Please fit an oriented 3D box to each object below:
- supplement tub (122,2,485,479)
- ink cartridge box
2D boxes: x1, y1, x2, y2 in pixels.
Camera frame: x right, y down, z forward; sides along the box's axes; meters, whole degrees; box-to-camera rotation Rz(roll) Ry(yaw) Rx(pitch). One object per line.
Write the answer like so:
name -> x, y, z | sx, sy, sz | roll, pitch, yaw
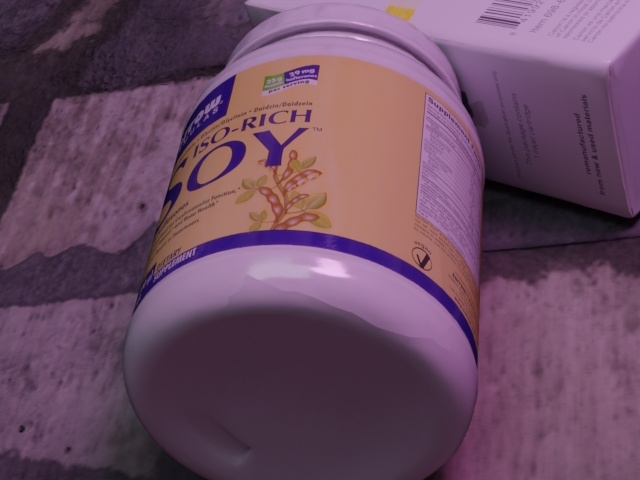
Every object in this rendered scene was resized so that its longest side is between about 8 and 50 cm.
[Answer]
supplement tub -> 0.000, 0.000, 1.021 | 0.241, 0.241, 0.331 | -9, 41, 16
ink cartridge box -> 0.171, -0.203, 1.232 | 0.384, 0.160, 0.279 | 19, 53, 38
